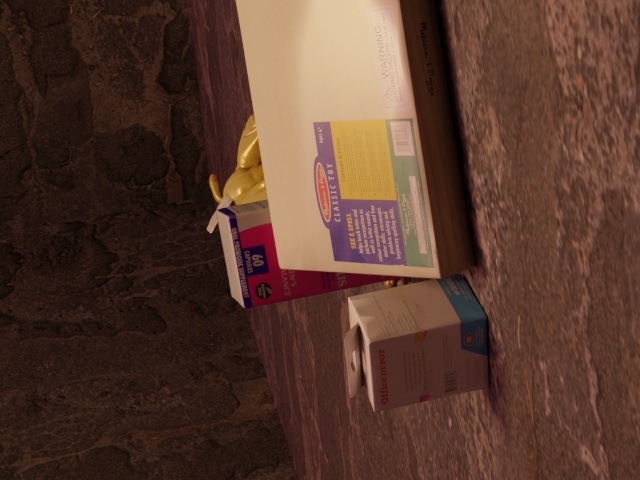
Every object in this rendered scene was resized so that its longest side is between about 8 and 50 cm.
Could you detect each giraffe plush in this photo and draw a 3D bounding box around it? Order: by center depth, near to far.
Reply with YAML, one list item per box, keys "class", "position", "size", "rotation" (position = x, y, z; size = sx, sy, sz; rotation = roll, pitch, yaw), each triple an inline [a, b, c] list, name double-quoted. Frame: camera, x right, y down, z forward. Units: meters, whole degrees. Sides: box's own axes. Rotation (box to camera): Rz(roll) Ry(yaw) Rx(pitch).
- class: "giraffe plush"
  position: [-0.044, -0.067, 2.318]
  size: [0.210, 0.170, 0.181]
  rotation: [-50, 39, 19]

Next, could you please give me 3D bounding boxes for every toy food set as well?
- class: "toy food set"
  position: [0.090, 0.035, 1.970]
  size: [0.122, 0.019, 0.078]
  rotation: [-125, 26, -71]

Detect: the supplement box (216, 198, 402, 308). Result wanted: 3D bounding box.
- class: "supplement box"
  position: [0.000, 0.000, 1.847]
  size: [0.114, 0.220, 0.111]
  rotation: [-154, 53, -78]

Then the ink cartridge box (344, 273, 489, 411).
- class: "ink cartridge box"
  position: [0.092, 0.106, 1.623]
  size: [0.090, 0.143, 0.092]
  rotation: [-113, 15, -56]

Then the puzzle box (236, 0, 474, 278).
- class: "puzzle box"
  position: [0.023, -0.165, 1.644]
  size: [0.272, 0.052, 0.409]
  rotation: [3, 105, 51]
